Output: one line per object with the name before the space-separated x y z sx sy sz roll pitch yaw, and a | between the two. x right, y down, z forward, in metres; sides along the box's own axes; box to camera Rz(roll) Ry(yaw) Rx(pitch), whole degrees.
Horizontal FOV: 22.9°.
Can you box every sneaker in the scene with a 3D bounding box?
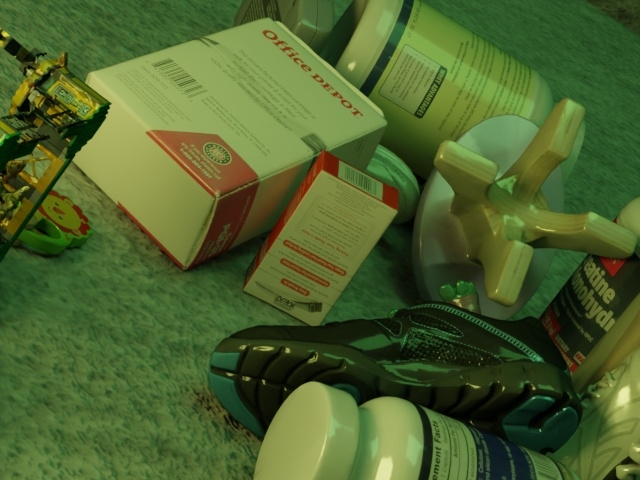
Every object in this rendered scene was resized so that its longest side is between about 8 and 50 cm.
sneaker | 0.261 0.185 1.495 0.118 0.292 0.110 28 8 8
sneaker | -0.009 -0.080 1.886 0.262 0.099 0.121 27 32 3
sneaker | 0.065 0.124 1.471 0.341 0.125 0.139 8 36 -7

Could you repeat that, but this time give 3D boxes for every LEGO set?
LEGO set | -0.336 -0.076 1.278 0.192 0.255 0.331 38 23 2

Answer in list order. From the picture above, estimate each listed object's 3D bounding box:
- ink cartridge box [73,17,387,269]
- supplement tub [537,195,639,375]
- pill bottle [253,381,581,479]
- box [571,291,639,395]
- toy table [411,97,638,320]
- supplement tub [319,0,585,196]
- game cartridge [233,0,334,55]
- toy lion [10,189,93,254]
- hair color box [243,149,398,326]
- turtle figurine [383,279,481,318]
ink cartridge box | -0.097 -0.112 1.709 0.207 0.117 0.283 43 41 20
supplement tub | 0.397 0.068 1.876 0.191 0.272 0.191 27 25 -14
pill bottle | 0.086 0.223 1.359 0.265 0.153 0.153 24 26 -21
box | 0.343 0.154 1.607 0.148 0.311 0.121 34 24 0
toy table | 0.218 -0.036 1.811 0.252 0.161 0.274 15 74 -16
supplement tub | 0.150 -0.158 2.028 0.325 0.235 0.235 30 25 -11
game cartridge | -0.052 -0.277 2.047 0.062 0.198 0.297 24 27 -21
toy lion | -0.263 -0.020 1.527 0.096 0.034 0.100 29 24 -29
hair color box | 0.000 0.000 1.641 0.093 0.167 0.053 28 26 -12
turtle figurine | 0.137 0.143 1.622 0.175 0.118 0.234 -12 33 -4
